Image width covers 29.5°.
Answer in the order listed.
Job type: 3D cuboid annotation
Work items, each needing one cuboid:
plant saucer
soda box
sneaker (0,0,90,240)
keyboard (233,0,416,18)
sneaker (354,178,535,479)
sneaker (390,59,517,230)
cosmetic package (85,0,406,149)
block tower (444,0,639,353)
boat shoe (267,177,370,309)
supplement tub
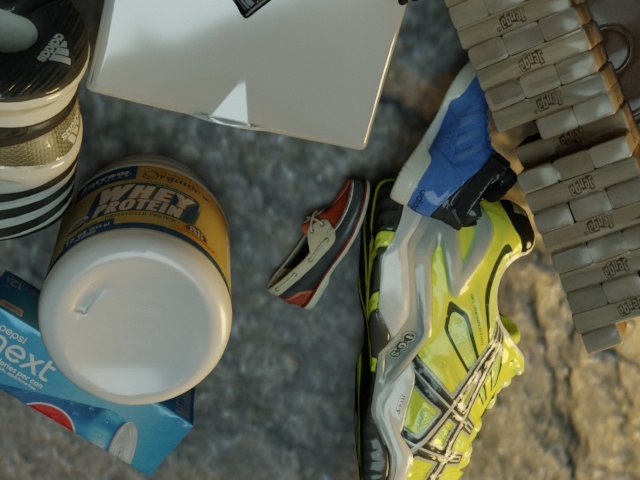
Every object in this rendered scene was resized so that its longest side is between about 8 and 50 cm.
[{"bbox_3d":[0.235,-0.161,1.016,0.168,0.029,0.168,-2,116,-4],"label":"plant saucer"},{"bbox_3d":[-0.216,0.121,1.091,0.210,0.067,0.071,35,108,-18],"label":"soda box"},{"bbox_3d":[-0.385,-0.117,0.910,0.447,0.169,0.257,23,141,8],"label":"sneaker"},{"bbox_3d":[0.060,-0.260,0.787,0.317,0.033,0.201,-37,110,10],"label":"keyboard"},{"bbox_3d":[0.106,0.134,1.082,0.147,0.145,0.385,1,117,-4],"label":"sneaker"},{"bbox_3d":[0.127,-0.077,0.990,0.084,0.152,0.058,29,156,5],"label":"sneaker"},{"bbox_3d":[-0.025,-0.279,0.872,0.217,0.156,0.385,13,115,-10],"label":"cosmetic package"},{"bbox_3d":[0.193,-0.090,0.947,0.097,0.091,0.335,-20,96,23],"label":"block tower"},{"bbox_3d":[0.000,0.000,1.064,0.043,0.049,0.137,24,116,-12],"label":"boat shoe"},{"bbox_3d":[-0.144,0.022,0.977,0.144,0.200,0.144,-2,116,-4],"label":"supplement tub"}]
